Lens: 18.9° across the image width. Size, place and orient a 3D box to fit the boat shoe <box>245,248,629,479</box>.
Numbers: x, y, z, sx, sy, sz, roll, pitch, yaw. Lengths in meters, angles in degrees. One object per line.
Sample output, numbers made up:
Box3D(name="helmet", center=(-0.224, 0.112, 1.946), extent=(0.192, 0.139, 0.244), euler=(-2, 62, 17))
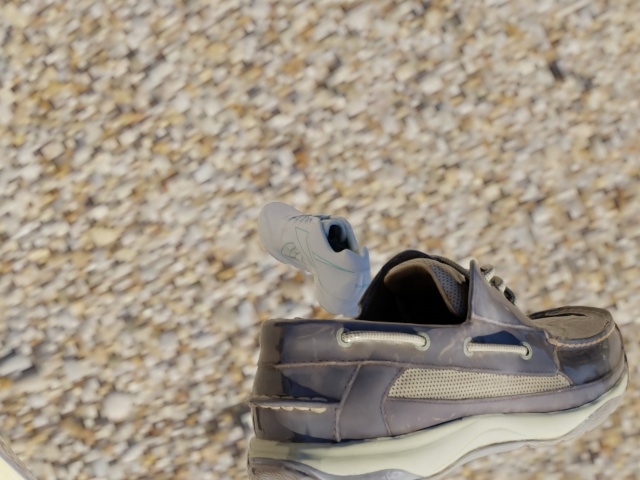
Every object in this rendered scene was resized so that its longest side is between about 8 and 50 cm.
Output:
Box3D(name="boat shoe", center=(0.090, 0.072, 1.255), extent=(0.355, 0.132, 0.130), euler=(-14, 101, -51))

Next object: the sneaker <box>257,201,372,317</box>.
Box3D(name="sneaker", center=(0.000, 0.000, 1.542), extent=(0.053, 0.152, 0.061), euler=(-13, 125, -30))

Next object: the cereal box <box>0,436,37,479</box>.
Box3D(name="cereal box", center=(-0.337, 0.197, 1.843), extent=(0.047, 0.240, 0.173), euler=(-46, 128, -8))
